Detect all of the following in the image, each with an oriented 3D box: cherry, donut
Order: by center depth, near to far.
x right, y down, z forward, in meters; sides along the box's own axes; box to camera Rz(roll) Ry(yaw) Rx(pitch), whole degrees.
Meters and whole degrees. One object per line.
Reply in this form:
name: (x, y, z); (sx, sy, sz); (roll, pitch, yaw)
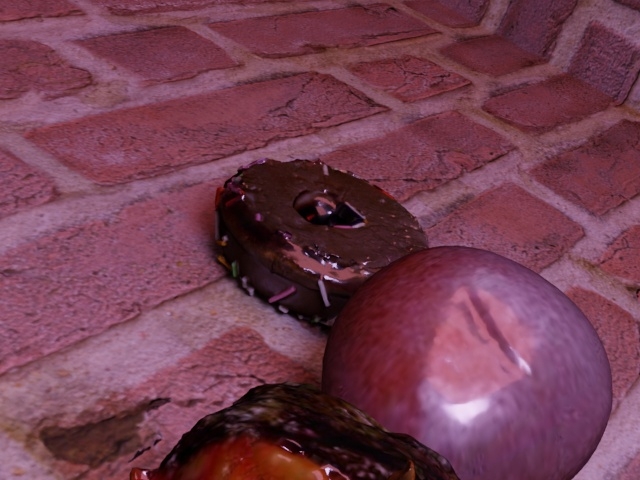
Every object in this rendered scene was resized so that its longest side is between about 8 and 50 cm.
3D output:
cherry: (0.121, 0.132, 0.855); (0.261, 0.221, 0.307); (33, 49, 23)
donut: (0.000, 0.000, 1.102); (0.270, 0.103, 0.269); (17, 27, -9)

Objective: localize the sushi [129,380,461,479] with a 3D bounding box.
sushi: (-0.034, 0.224, 0.464); (0.196, 0.343, 0.182); (28, 17, 6)
